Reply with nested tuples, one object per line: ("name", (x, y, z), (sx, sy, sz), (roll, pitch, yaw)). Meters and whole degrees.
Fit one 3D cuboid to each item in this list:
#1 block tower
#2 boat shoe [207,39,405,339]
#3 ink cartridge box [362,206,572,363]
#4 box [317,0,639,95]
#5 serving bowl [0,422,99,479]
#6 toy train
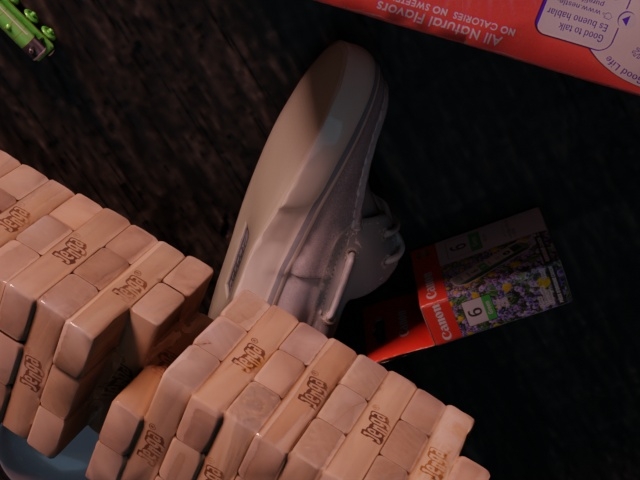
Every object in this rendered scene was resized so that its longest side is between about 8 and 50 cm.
("block tower", (-0.085, 0.067, 0.605), (0.335, 0.091, 0.097), (31, 124, 8))
("boat shoe", (0.000, 0.001, 0.649), (0.081, 0.079, 0.228), (14, 123, -15))
("ink cartridge box", (0.074, 0.025, 0.663), (0.115, 0.063, 0.029), (-19, 117, 9))
("box", (0.087, -0.168, 0.519), (0.299, 0.142, 0.154), (14, 116, -8))
("serving bowl", (-0.149, 0.118, 0.727), (0.083, 0.027, 0.083), (0, 118, 0))
("toy train", (-0.165, -0.121, 0.605), (0.017, 0.024, 0.083), (-38, 111, 17))
